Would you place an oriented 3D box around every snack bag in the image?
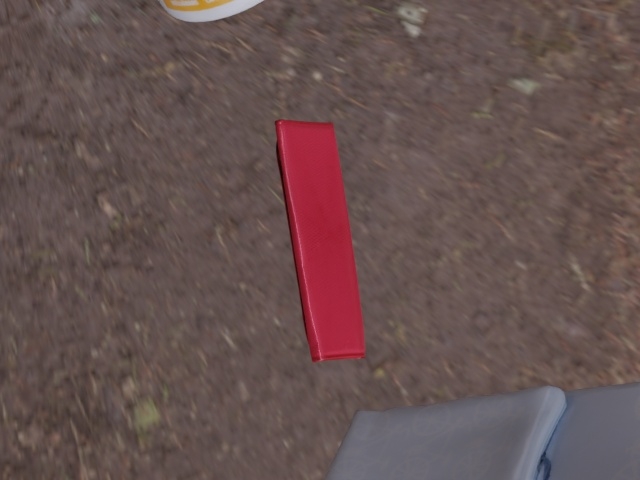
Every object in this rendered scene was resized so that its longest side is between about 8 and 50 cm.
[{"bbox_3d":[0.125,0.202,1.321,0.342,0.323,0.037,-10,122,31],"label":"snack bag"}]

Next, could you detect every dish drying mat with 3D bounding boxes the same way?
[{"bbox_3d":[0.000,0.000,0.675,0.032,0.008,0.083,-1,79,-52],"label":"dish drying mat"}]

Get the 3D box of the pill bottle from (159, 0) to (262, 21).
[{"bbox_3d":[-0.129,-0.335,1.682,0.152,0.152,0.272,-33,126,-3],"label":"pill bottle"}]
